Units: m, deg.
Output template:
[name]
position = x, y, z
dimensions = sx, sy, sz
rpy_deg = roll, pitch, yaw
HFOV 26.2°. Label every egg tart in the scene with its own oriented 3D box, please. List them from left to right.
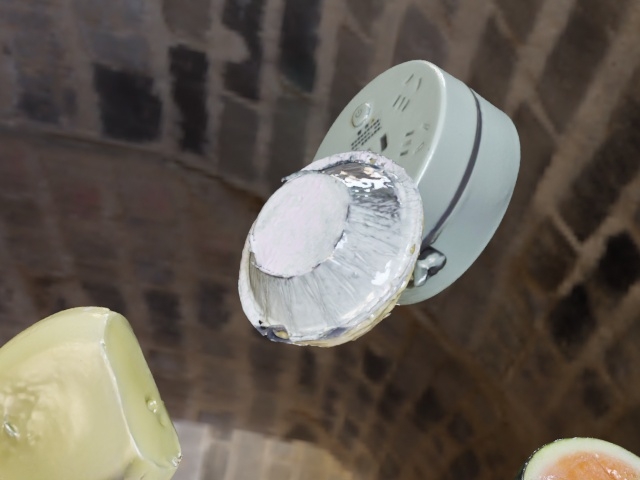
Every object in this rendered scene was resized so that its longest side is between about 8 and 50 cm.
[egg tart]
position = 0.000, 0.000, 1.462
dimensions = 0.094, 0.234, 0.234
rpy_deg = 41, 49, -45

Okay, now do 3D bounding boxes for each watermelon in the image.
[watermelon]
position = 0.331, 0.318, 1.799
dimensions = 0.119, 0.245, 0.063
rpy_deg = 45, -50, 39

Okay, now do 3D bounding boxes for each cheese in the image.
[cheese]
position = -0.343, 0.237, 1.722
dimensions = 0.128, 0.315, 0.260
rpy_deg = 9, 60, -64

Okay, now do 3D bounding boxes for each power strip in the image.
[power strip]
position = 0.124, -0.079, 2.018
dimensions = 0.357, 0.161, 0.358
rpy_deg = -40, -147, 33
